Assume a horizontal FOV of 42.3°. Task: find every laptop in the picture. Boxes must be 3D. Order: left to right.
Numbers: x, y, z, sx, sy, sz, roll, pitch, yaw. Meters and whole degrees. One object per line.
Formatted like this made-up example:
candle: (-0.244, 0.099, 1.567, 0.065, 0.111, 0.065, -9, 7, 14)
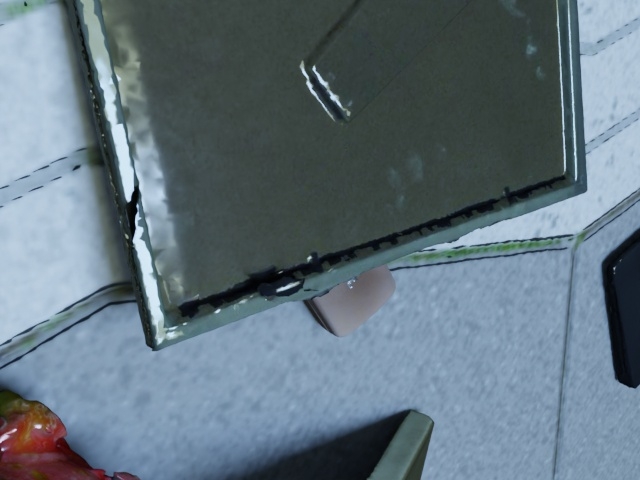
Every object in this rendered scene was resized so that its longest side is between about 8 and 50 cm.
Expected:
laptop: (0.298, 0.015, 0.668, 0.197, 0.016, 0.135, -36, 126, -22)

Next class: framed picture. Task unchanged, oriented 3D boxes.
framed picture: (0.027, -0.087, 0.387, 0.281, 0.019, 0.209, -17, 108, -31)

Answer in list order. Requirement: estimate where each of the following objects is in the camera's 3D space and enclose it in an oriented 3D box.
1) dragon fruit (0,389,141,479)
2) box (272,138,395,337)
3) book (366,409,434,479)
dragon fruit: (-0.108, 0.152, 0.336, 0.133, 0.207, 0.150, -64, 176, 20)
box: (0.000, 0.000, 0.423, 0.048, 0.025, 0.115, -43, 129, -17)
book: (0.003, 0.276, 0.470, 0.217, 0.021, 0.310, -30, 133, -68)
